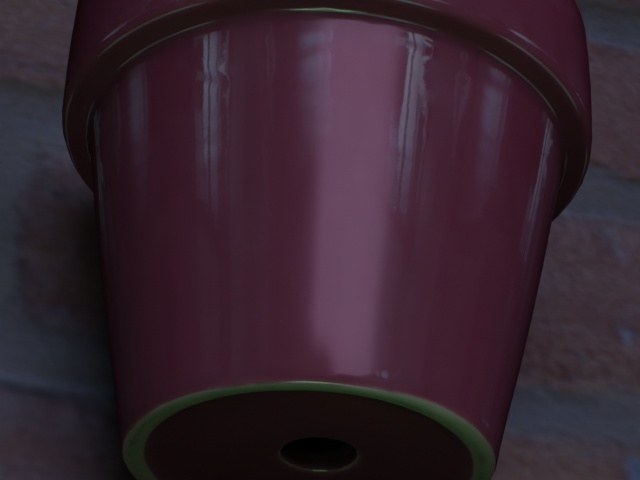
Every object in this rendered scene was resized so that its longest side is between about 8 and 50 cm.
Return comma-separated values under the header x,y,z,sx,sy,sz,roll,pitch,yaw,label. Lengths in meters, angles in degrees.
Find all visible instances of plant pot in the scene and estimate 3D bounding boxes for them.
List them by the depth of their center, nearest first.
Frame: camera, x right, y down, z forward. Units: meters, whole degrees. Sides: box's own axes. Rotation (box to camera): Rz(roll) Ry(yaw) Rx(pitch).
x,y,z,sx,sy,sz,roll,pitch,yaw,label
0.000,0.000,0.652,0.201,0.201,0.180,11,57,-12,plant pot
